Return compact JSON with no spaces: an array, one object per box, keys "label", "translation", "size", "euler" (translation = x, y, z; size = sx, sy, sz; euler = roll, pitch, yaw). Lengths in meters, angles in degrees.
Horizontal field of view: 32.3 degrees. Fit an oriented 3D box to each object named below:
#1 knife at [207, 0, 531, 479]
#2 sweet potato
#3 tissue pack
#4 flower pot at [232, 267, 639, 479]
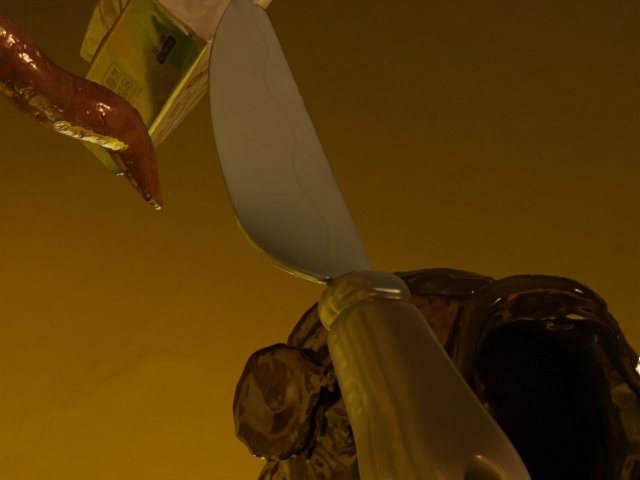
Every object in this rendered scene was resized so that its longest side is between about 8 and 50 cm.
[{"label":"knife","translation":[-0.001,0.000,0.505],"size":[0.080,0.331,0.044],"euler":[-2,-37,-37]},{"label":"sweet potato","translation":[-0.218,-0.120,0.996],"size":[0.059,0.067,0.281],"euler":[-22,-34,25]},{"label":"tissue pack","translation":[-0.171,-0.208,1.117],"size":[0.229,0.145,0.159],"euler":[-46,5,47]},{"label":"flower pot","translation":[0.094,0.159,0.826],"size":[0.301,0.213,0.302],"euler":[1,-92,-35]}]
